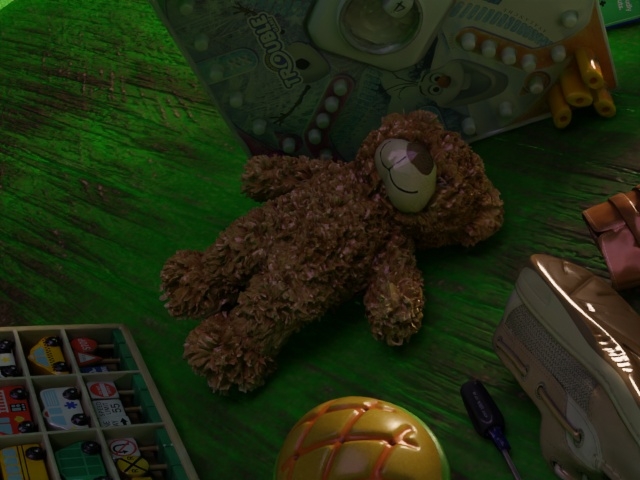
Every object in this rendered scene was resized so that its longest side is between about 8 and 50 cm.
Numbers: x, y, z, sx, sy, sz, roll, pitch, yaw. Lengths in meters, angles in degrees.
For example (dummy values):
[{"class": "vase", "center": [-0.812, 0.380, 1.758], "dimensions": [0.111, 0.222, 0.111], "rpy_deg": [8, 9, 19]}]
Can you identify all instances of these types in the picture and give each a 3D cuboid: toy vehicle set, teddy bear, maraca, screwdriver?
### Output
[{"class": "toy vehicle set", "center": [-0.225, 0.158, 0.871], "dimensions": [0.166, 0.035, 0.267], "rpy_deg": [0, 26, -27]}, {"class": "teddy bear", "center": [0.000, 0.000, 0.908], "dimensions": [0.338, 0.113, 0.245], "rpy_deg": [-19, 49, 13]}, {"class": "maraca", "center": [0.038, 0.182, 0.691], "dimensions": [0.127, 0.099, 0.185], "rpy_deg": [-35, 41, -9]}, {"class": "screwdriver", "center": [0.143, 0.165, 0.715], "dimensions": [0.025, 0.024, 0.170], "rpy_deg": [-6, 38, -19]}]

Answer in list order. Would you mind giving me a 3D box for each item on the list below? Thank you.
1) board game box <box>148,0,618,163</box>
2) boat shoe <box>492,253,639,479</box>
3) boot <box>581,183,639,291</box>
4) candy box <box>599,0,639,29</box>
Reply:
[{"class": "board game box", "center": [0.057, -0.208, 0.916], "dimensions": [0.390, 0.390, 0.050], "rpy_deg": [-17, 45, 15]}, {"class": "boat shoe", "center": [0.204, 0.126, 0.663], "dimensions": [0.098, 0.109, 0.302], "rpy_deg": [-62, 29, 22]}, {"class": "boot", "center": [0.296, -0.045, 0.826], "dimensions": [0.152, 0.073, 0.197], "rpy_deg": [-21, 33, 17]}, {"class": "candy box", "center": [0.250, -0.345, 1.185], "dimensions": [0.317, 0.122, 0.268], "rpy_deg": [-14, 37, 21]}]
